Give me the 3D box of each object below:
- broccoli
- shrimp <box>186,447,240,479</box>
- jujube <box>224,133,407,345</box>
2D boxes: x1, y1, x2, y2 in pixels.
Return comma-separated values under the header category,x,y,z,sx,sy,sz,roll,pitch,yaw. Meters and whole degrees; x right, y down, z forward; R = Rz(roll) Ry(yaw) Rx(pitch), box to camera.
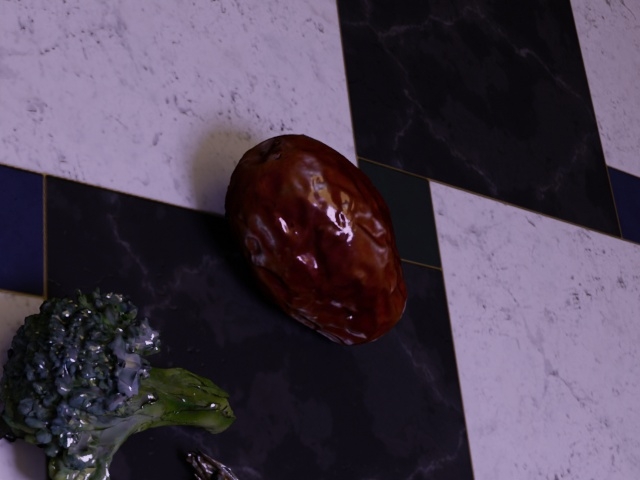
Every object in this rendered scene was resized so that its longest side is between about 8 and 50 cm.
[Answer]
category,x,y,z,sx,sy,sz,roll,pitch,yaw
broccoli,-0.196,0.180,1.182,0.275,0.177,0.199,41,40,-36
shrimp,-0.036,0.326,1.328,0.296,0.058,0.169,55,33,-10
jujube,0.000,0.000,1.437,0.290,0.197,0.197,54,41,-30
